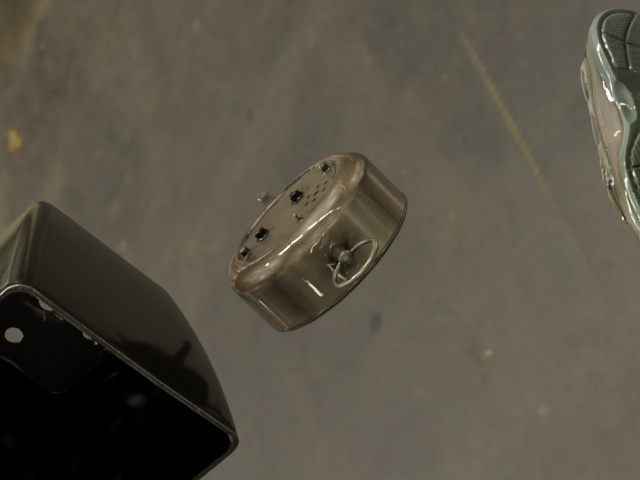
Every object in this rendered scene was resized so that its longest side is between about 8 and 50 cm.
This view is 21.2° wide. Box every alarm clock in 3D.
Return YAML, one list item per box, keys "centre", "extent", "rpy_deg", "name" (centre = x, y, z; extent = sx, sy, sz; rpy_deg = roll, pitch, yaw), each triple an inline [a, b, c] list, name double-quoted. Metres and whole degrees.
- centre: [0.000, 0.000, 1.150]
  extent: [0.129, 0.064, 0.192]
  rpy_deg: [-47, 19, -5]
  name: "alarm clock"

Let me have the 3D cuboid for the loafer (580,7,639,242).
- centre: [0.302, -0.089, 1.600]
  extent: [0.084, 0.096, 0.267]
  rpy_deg: [116, 150, -57]
  name: "loafer"

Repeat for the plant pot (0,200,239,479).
- centre: [-0.184, 0.088, 1.143]
  extent: [0.187, 0.188, 0.167]
  rpy_deg: [-41, 27, 20]
  name: "plant pot"
